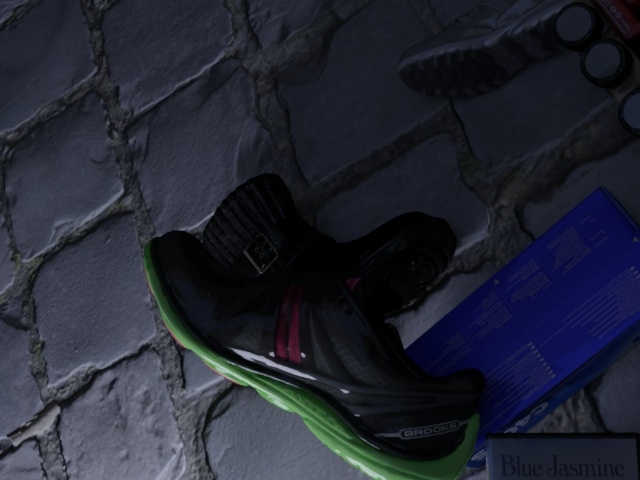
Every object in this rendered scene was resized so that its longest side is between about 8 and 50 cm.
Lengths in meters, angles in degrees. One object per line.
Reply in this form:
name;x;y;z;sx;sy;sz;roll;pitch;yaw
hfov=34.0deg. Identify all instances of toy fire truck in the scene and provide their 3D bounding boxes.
toy fire truck;0.445;-0.254;1.257;0.246;0.158;0.217;-41;64;23

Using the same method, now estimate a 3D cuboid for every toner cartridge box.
toner cartridge box;0.268;0.111;1.285;0.348;0.075;0.165;-42;59;16

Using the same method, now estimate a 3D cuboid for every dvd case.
dvd case;0.283;0.346;1.191;0.180;0.022;0.253;-1;73;6

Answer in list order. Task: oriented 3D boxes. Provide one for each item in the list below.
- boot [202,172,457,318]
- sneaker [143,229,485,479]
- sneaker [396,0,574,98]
boot;-0.003;0.000;1.457;0.348;0.131;0.260;-36;60;19
sneaker;-0.007;0.113;1.294;0.482;0.185;0.202;31;95;16
sneaker;0.236;-0.285;1.427;0.281;0.105;0.115;-19;54;17
